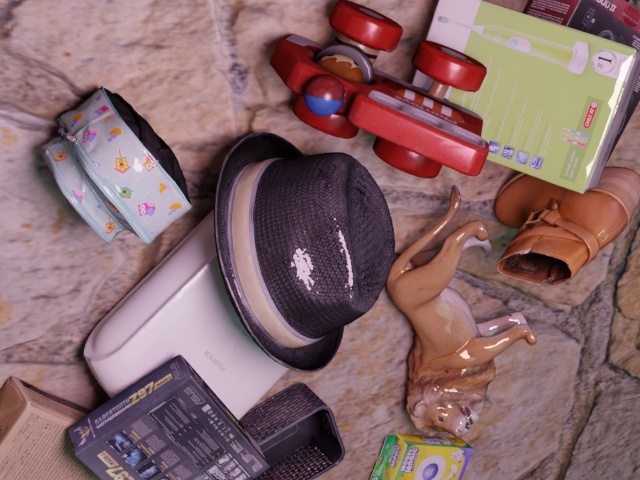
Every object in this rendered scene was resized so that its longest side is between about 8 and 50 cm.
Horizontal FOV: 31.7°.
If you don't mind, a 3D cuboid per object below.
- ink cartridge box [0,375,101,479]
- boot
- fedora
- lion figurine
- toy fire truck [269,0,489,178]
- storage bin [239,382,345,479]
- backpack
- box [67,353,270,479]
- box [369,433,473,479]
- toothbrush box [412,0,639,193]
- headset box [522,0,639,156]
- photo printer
[{"bbox_3d":[-0.397,0.329,1.539,0.193,0.088,0.234,34,91,-39],"label":"ink cartridge box"},{"bbox_3d":[0.327,-0.011,1.686,0.220,0.283,0.109,-45,118,-31],"label":"boot"},{"bbox_3d":[0.000,0.000,1.491,0.334,0.152,0.334,34,47,-47],"label":"fedora"},{"bbox_3d":[0.194,0.122,1.794,0.240,0.142,0.392,-25,109,6],"label":"lion figurine"},{"bbox_3d":[0.077,-0.185,1.453,0.302,0.254,0.169,25,107,1],"label":"toy fire truck"},{"bbox_3d":[-0.065,0.319,1.741,0.180,0.084,0.122,-29,123,-18],"label":"storage bin"},{"bbox_3d":[-0.246,-0.082,1.384,0.144,0.188,0.166,-40,127,-10],"label":"backpack"},{"bbox_3d":[-0.202,0.284,1.531,0.183,0.059,0.232,-35,129,-1],"label":"box"},{"bbox_3d":[0.172,0.390,1.944,0.179,0.043,0.105,11,105,-33],"label":"box"},{"bbox_3d":[0.283,-0.211,1.583,0.122,0.283,0.206,-18,127,-67],"label":"toothbrush box"},{"bbox_3d":[0.397,-0.267,1.742,0.218,0.110,0.293,20,100,-36],"label":"headset box"},{"bbox_3d":[-0.161,0.135,1.584,0.307,0.107,0.256,-45,127,-7],"label":"photo printer"}]
